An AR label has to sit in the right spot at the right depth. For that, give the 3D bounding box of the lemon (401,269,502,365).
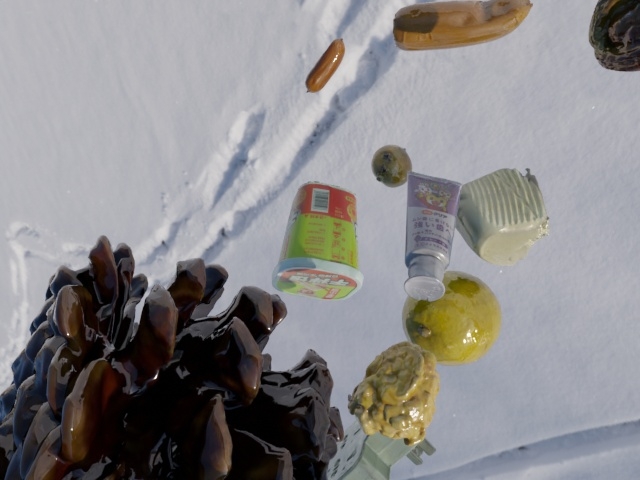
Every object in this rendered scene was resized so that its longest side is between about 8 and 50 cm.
[{"bbox_3d":[0.445,0.267,1.506,0.347,0.348,0.349,19,125,30],"label":"lemon"}]

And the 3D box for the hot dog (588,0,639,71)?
[{"bbox_3d":[0.571,-0.392,0.710,0.259,0.114,0.175,-34,81,41],"label":"hot dog"}]

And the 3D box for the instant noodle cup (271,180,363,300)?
[{"bbox_3d":[0.000,0.000,1.388,0.293,0.308,0.294,5,154,2],"label":"instant noodle cup"}]

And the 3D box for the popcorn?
[{"bbox_3d":[0.150,0.291,0.832,0.163,0.194,0.140,42,157,38],"label":"popcorn"}]

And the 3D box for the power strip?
[{"bbox_3d":[0.121,0.475,0.955,0.141,0.229,0.261,43,105,4],"label":"power strip"}]

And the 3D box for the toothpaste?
[{"bbox_3d":[0.200,-0.028,0.798,0.113,0.299,0.073,12,138,7],"label":"toothpaste"}]

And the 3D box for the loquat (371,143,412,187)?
[{"bbox_3d":[0.277,-0.288,1.725,0.149,0.204,0.172,-17,109,46],"label":"loquat"}]

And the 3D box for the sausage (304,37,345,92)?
[{"bbox_3d":[0.015,-0.508,1.290,0.183,0.062,0.054,-47,37,21],"label":"sausage"}]

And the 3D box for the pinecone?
[{"bbox_3d":[-0.158,0.196,0.455,0.397,0.397,0.398,19,125,30],"label":"pinecone"}]

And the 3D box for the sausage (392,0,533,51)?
[{"bbox_3d":[0.378,-0.588,1.187,0.353,0.134,0.116,4,144,20],"label":"sausage"}]

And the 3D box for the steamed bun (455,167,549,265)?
[{"bbox_3d":[0.576,-0.050,1.435,0.273,0.291,0.273,-13,131,4],"label":"steamed bun"}]
